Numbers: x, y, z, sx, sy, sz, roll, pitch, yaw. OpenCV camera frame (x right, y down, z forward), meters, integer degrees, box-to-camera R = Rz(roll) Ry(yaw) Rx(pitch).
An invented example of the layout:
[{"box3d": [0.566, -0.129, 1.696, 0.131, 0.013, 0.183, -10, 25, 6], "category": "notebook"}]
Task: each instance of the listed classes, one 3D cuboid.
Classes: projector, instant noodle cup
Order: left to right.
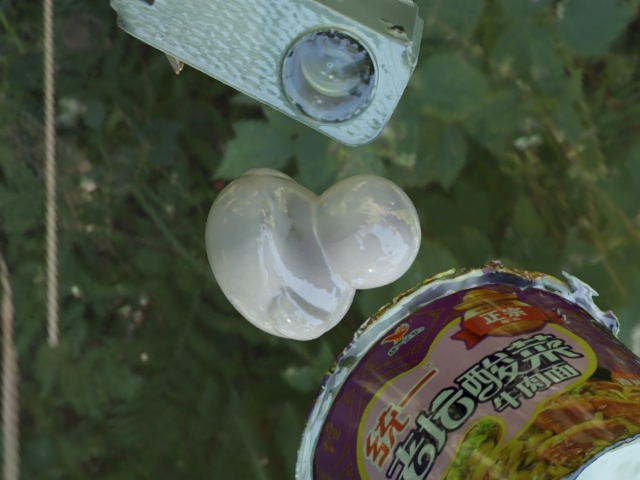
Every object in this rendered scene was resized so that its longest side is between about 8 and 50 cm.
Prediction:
[{"box3d": [-0.039, -0.198, 1.301, 0.108, 0.250, 0.198, -61, -176, 21], "category": "projector"}, {"box3d": [0.180, 0.209, 1.187, 0.339, 0.266, 0.340, -7, 107, -22], "category": "instant noodle cup"}]

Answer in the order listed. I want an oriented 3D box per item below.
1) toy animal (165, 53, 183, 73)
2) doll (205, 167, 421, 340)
[{"box3d": [-0.090, -0.254, 1.552, 0.179, 0.188, 0.089, -24, 143, -16], "category": "toy animal"}, {"box3d": [0.000, 0.000, 1.717, 0.221, 0.221, 0.251, -40, 142, 23], "category": "doll"}]
